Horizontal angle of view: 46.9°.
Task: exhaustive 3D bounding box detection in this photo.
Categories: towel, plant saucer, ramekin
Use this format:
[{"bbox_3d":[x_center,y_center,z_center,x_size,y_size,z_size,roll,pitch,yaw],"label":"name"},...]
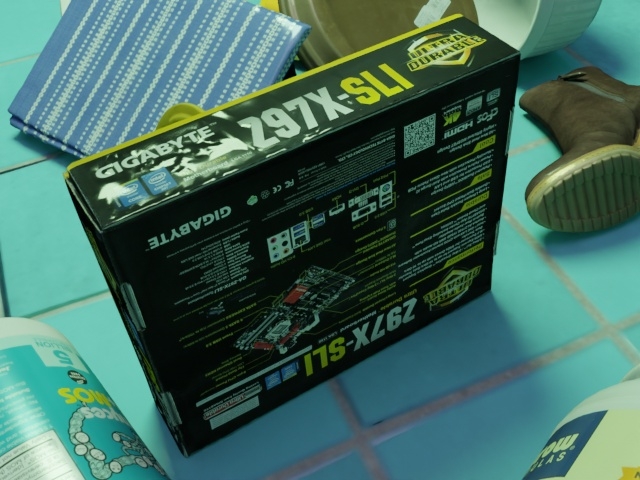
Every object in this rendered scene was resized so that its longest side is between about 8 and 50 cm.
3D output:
[{"bbox_3d":[-0.198,-0.187,0.853,0.336,0.040,0.243,26,86,26],"label":"towel"},{"bbox_3d":[0.083,-0.272,0.875,0.277,0.041,0.278,8,71,-24],"label":"plant saucer"},{"bbox_3d":[0.259,-0.328,0.922,0.109,0.207,0.207,-9,44,-18],"label":"ramekin"}]

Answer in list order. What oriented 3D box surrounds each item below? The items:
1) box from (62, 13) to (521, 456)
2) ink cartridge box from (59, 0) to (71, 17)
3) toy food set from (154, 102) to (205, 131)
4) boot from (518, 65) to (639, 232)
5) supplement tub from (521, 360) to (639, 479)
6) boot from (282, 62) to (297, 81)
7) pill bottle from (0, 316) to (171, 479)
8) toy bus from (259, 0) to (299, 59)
[{"bbox_3d":[0.000,0.000,0.574,0.322,0.257,0.079,-26,49,-19],"label":"box"},{"bbox_3d":[-0.271,-0.294,1.035,0.171,0.056,0.235,-14,51,-8],"label":"ink cartridge box"},{"bbox_3d":[-0.082,-0.044,0.713,0.071,0.128,0.218,-9,46,-43],"label":"toy food set"},{"bbox_3d":[0.278,-0.108,0.800,0.248,0.090,0.207,-23,35,-15],"label":"boot"},{"bbox_3d":[0.180,0.217,0.356,0.235,0.235,0.325,29,54,29],"label":"supplement tub"},{"bbox_3d":[-0.020,-0.153,0.827,0.099,0.121,0.045,25,42,37],"label":"boot"},{"bbox_3d":[-0.178,0.180,0.488,0.146,0.146,0.264,-32,52,-24],"label":"pill bottle"},{"bbox_3d":[0.009,-0.372,0.978,0.149,0.211,0.220,23,53,24],"label":"toy bus"}]
